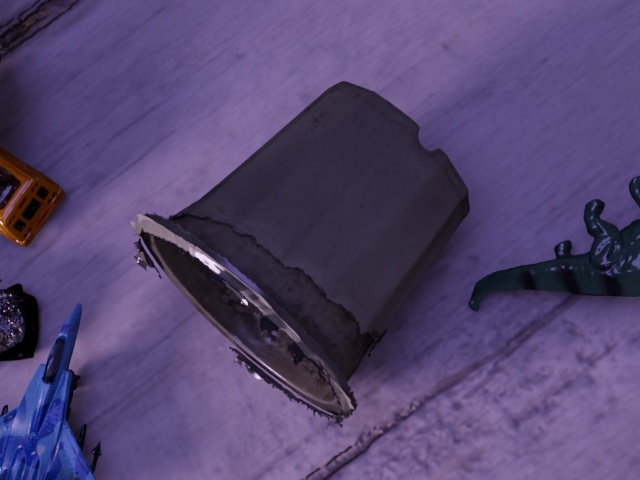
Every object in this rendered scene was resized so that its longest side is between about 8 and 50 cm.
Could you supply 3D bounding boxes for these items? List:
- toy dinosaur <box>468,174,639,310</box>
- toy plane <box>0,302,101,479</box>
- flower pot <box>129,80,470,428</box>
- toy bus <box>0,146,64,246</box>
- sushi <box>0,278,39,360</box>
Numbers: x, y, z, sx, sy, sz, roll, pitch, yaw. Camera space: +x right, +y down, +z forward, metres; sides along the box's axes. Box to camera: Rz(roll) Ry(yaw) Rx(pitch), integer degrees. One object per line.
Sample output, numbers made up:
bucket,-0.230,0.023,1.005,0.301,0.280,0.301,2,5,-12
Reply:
toy dinosaur,0.284,0.002,1.600,0.292,0.079,0.120,-2,73,18
toy plane,-0.287,0.185,1.701,0.169,0.078,0.246,12,72,17
flower pot,0.000,0.000,1.590,0.290,0.290,0.259,39,75,21
toy bus,-0.381,-0.078,1.789,0.194,0.088,0.083,31,84,21
sushi,-0.348,0.085,1.752,0.083,0.056,0.085,-3,75,14
